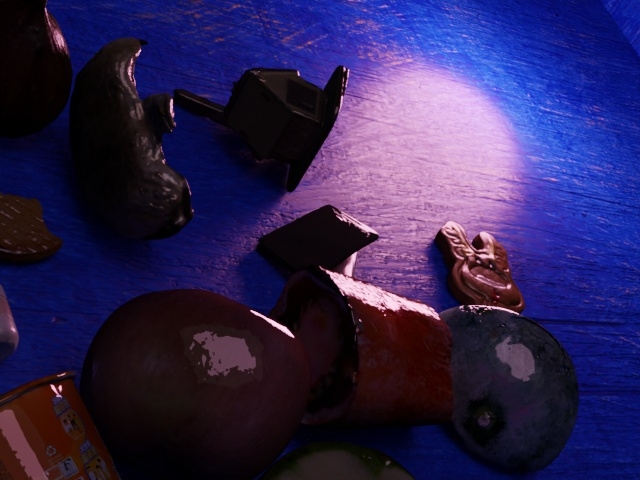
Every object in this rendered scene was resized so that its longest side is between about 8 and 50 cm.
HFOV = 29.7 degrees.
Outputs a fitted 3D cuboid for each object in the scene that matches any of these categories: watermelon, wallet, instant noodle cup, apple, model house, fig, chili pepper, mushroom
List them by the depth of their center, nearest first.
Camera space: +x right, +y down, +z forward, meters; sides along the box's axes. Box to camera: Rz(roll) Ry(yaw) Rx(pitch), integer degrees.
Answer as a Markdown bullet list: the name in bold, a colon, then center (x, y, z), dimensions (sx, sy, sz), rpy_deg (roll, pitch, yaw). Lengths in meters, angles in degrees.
- **instant noodle cup**: center (-0.339, 0.310, 1.332), dimensions (0.214, 0.296, 0.296), rpy_deg (55, 37, 8)
- **apple**: center (-0.164, 0.201, 1.596), dimensions (0.306, 0.306, 0.235), rpy_deg (26, 62, -19)
- **fig**: center (-0.460, -0.319, 1.859), dimensions (0.217, 0.321, 0.217), rpy_deg (24, 33, -17)
- **mushroom**: center (-0.307, -0.157, 1.891), dimensions (0.130, 0.247, 0.344), rpy_deg (-6, 73, -33)
- **chili pepper**: center (0.087, 0.178, 1.895), dimensions (0.305, 0.229, 0.251), rpy_deg (10, 28, -34)
- **watermelon**: center (0.302, 0.242, 2.047), dimensions (0.322, 0.188, 0.175), rpy_deg (35, 30, 4)
- **wallet**: center (0.000, -0.001, 2.153), dimensions (0.124, 0.025, 0.244), rpy_deg (33, 32, 20)
- **model house**: center (-0.117, -0.257, 2.205), dimensions (0.279, 0.218, 0.205), rpy_deg (24, 36, -13)

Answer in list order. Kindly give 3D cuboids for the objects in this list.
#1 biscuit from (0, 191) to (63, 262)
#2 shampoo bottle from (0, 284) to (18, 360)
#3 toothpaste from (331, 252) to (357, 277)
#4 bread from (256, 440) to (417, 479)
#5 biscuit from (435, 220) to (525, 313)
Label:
- **biscuit**: center (-0.498, -0.049, 1.776), dimensions (0.228, 0.031, 0.176), rpy_deg (48, 35, 14)
- **shampoo bottle**: center (-0.465, 0.074, 1.632), dimensions (0.074, 0.074, 0.192), rpy_deg (2, 50, -41)
- **toothpaste**: center (0.036, 0.052, 2.148), dimensions (0.067, 0.043, 0.194), rpy_deg (25, 32, -13)
- **bread**: center (0.046, 0.454, 1.632), dimensions (0.366, 0.129, 0.382), rpy_deg (30, 37, -14)
- **biscuit**: center (0.323, 0.081, 2.372), dimensions (0.186, 0.044, 0.295), rpy_deg (13, 42, -29)
